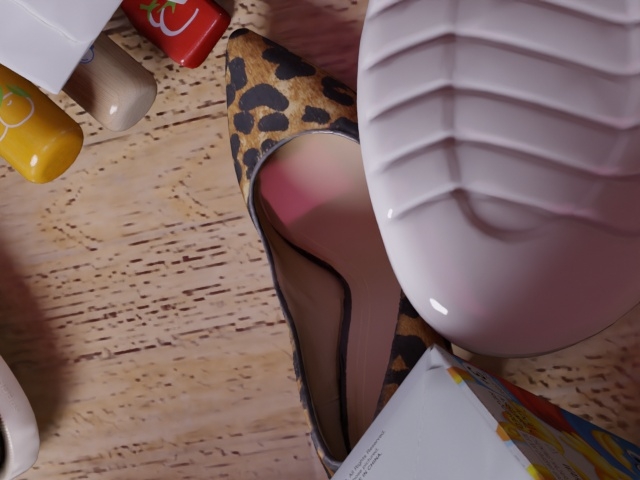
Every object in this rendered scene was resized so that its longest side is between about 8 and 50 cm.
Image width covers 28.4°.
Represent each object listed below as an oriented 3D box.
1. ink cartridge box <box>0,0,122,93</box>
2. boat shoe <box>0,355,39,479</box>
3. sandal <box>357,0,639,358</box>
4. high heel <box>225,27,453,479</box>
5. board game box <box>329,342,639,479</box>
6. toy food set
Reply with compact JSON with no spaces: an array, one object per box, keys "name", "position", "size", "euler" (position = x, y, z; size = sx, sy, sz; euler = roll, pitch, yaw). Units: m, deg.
[{"name":"ink cartridge box","position":[-0.171,-0.175,0.581],"size":[0.176,0.128,0.127],"euler":[37,94,37]},{"name":"boat shoe","position":[-0.296,0.024,0.720],"size":[0.324,0.097,0.116],"euler":[51,137,5]},{"name":"sandal","position":[0.104,-0.148,0.621],"size":[0.169,0.102,0.416],"euler":[1,79,2]},{"name":"high heel","position":[0.000,0.000,0.604],"size":[0.093,0.186,0.261],"euler":[-31,83,17]},{"name":"board game box","position":[0.130,0.179,0.515],"size":[0.144,0.275,0.142],"euler":[-55,33,12]},{"name":"toy food set","position":[-0.106,-0.151,0.670],"size":[0.104,0.111,0.232],"euler":[40,105,12]}]
